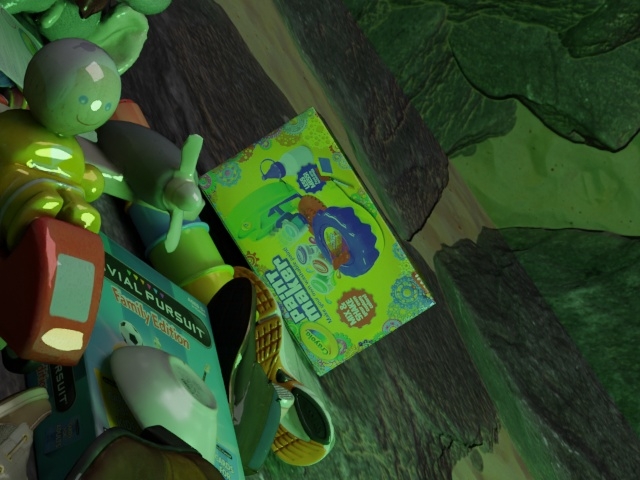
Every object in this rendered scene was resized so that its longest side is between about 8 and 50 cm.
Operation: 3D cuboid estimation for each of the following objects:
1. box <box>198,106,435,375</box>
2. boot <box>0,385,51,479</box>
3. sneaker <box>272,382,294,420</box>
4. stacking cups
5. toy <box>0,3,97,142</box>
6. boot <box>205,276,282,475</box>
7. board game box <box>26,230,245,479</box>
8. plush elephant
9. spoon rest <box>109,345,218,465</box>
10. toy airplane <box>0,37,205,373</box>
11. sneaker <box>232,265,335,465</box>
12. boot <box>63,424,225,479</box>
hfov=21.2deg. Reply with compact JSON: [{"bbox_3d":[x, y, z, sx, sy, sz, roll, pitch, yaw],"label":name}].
[{"bbox_3d":[0.000,0.000,2.218,0.290,0.177,0.279,58,3,0],"label":"box"},{"bbox_3d":[-0.260,0.224,1.449,0.165,0.077,0.213,57,23,-4],"label":"boot"},{"bbox_3d":[-0.104,0.183,1.974,0.134,0.070,0.051,25,19,-5],"label":"sneaker"},{"bbox_3d":[-0.185,-0.024,2.022,0.316,0.096,0.096,61,18,15],"label":"stacking cups"},{"bbox_3d":[-0.334,-0.180,1.933,0.237,0.056,0.137,40,22,-55],"label":"toy"},{"bbox_3d":[-0.094,0.157,1.915,0.106,0.082,0.219,41,54,-47],"label":"boot"},{"bbox_3d":[-0.189,0.158,1.732,0.254,0.079,0.336,39,26,-45],"label":"board game box"},{"bbox_3d":[-0.294,-0.331,2.019,0.272,0.255,0.330,52,25,11],"label":"plush elephant"},{"bbox_3d":[-0.113,0.210,1.621,0.276,0.084,0.137,50,9,17],"label":"spoon rest"},{"bbox_3d":[-0.287,-0.100,1.569,0.384,0.272,0.386,46,27,-5],"label":"toy airplane"},{"bbox_3d":[-0.061,0.157,2.076,0.262,0.099,0.121,65,5,13],"label":"sneaker"},{"bbox_3d":[-0.086,0.278,1.424,0.280,0.096,0.264,38,4,14],"label":"boot"}]
